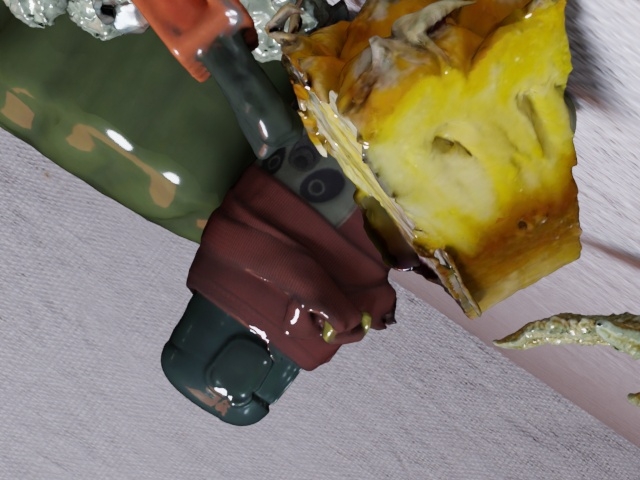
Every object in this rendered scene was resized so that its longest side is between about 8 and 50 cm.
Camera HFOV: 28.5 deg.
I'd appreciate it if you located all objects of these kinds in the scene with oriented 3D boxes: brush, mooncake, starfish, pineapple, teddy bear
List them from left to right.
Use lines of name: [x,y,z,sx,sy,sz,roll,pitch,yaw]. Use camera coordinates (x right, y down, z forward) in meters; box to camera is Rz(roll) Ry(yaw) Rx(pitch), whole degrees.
brush: [-0.110,-0.179,0.655,0.323,0.051,0.070,51,-177,6]
mooncake: [-0.127,-0.118,1.034,0.356,0.194,0.356,34,176,3]
teddy bear: [-0.076,-0.168,0.777,0.213,0.111,0.133,11,-169,12]
pineapple: [0.059,-0.054,0.640,0.186,0.114,0.236,60,176,1]
starfish: [0.279,0.084,0.921,0.358,0.078,0.347,13,173,32]

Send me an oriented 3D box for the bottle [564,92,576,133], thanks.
bottle: [0.103,-0.075,0.742,0.063,0.047,0.101,48,170,-35]

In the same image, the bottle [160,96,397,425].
bottle: [0.000,0.000,0.840,0.143,0.271,0.156,34,176,-14]
